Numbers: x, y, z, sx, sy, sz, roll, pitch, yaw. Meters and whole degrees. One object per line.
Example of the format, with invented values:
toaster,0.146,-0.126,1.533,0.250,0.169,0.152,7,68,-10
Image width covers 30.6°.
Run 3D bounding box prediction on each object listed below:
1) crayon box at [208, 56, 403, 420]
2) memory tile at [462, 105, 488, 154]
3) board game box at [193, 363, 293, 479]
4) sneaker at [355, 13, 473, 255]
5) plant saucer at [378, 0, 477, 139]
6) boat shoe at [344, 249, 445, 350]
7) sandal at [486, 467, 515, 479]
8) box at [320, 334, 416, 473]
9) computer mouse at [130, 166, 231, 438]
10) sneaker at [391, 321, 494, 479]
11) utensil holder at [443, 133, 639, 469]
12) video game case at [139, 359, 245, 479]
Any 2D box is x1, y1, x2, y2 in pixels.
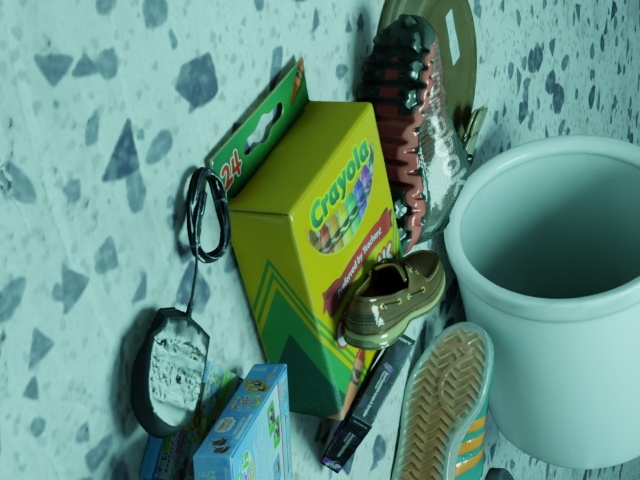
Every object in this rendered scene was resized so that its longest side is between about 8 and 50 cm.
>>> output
crayon box,0.000,0.000,1.193,0.202,0.081,0.319,-56,142,-42
memory tile,0.188,-0.108,1.553,0.113,0.012,0.148,-35,145,-72
board game box,-0.065,0.223,1.062,0.211,0.039,0.160,-56,145,-72
sneaker,0.111,-0.120,1.340,0.135,0.097,0.276,-10,107,-42
plant saucer,0.140,-0.212,1.472,0.278,0.041,0.278,-20,113,-60
boat shoe,0.080,0.048,1.200,0.178,0.064,0.060,-39,132,-51
sandal,0.322,0.469,1.991,0.254,0.054,0.097,61,35,-36
box,0.051,0.181,1.299,0.116,0.029,0.162,-59,178,-32
computer mouse,-0.123,0.051,1.017,0.071,0.041,0.242,30,63,-44
sneaker,0.170,0.259,1.576,0.121,0.108,0.302,23,84,-63
utensil holder,0.364,0.097,1.687,0.385,0.327,0.328,73,34,-44
video game case,-0.106,0.178,1.095,0.166,0.015,0.119,41,60,-59
